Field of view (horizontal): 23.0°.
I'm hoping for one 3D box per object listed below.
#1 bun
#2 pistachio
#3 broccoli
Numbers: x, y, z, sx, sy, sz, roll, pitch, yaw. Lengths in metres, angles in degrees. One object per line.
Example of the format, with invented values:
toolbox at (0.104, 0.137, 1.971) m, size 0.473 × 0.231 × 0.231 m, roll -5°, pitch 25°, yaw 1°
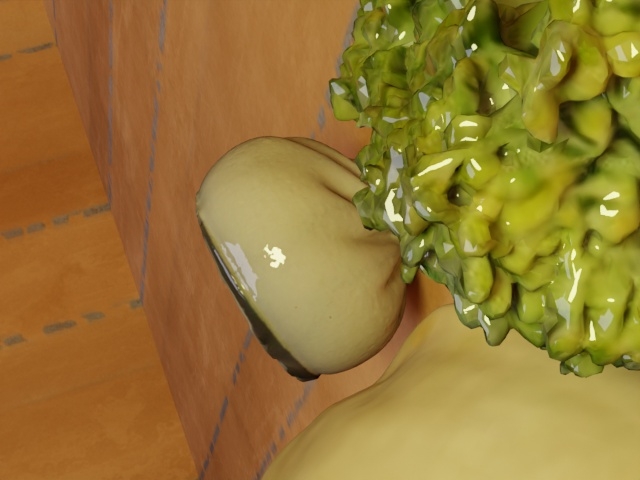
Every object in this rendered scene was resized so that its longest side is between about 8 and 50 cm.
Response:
bun at (0.000, 0.000, 1.066) m, size 0.172 × 0.120 × 0.173 m, roll 56°, pitch -169°, yaw -16°
pistachio at (0.092, 0.129, 0.590) m, size 0.318 × 0.194 × 0.213 m, roll -2°, pitch 91°, yaw 56°
broccoli at (0.086, -0.068, 0.467) m, size 0.242 × 0.180 × 0.273 m, roll -127°, pitch 24°, yaw -60°
